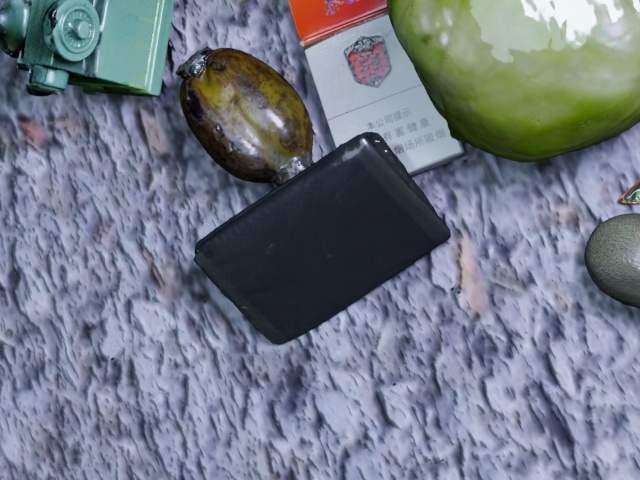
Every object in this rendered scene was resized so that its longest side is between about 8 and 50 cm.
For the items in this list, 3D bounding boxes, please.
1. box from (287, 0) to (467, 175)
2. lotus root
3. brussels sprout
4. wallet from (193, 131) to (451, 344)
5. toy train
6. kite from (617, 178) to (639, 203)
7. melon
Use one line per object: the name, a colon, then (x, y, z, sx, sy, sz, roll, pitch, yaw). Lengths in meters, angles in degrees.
box: (0.060, -0.185, 1.806, 0.139, 0.035, 0.245, -19, 82, 14)
lotus root: (-0.076, -0.130, 1.802, 0.120, 0.120, 0.209, -44, 80, 9)
brussels sprout: (0.218, -0.236, 1.663, 0.328, 0.247, 0.328, -1, 77, 3)
wallet: (0.000, 0.000, 1.774, 0.245, 0.052, 0.168, -33, 116, 16)
toy train: (-0.251, -0.299, 1.818, 0.120, 0.202, 0.301, 8, 88, 35)
kite: (0.473, -0.094, 1.691, 0.321, 0.016, 0.234, 4, 88, 16)
melon: (0.335, 0.023, 1.682, 0.130, 0.098, 0.098, 21, 92, 13)
